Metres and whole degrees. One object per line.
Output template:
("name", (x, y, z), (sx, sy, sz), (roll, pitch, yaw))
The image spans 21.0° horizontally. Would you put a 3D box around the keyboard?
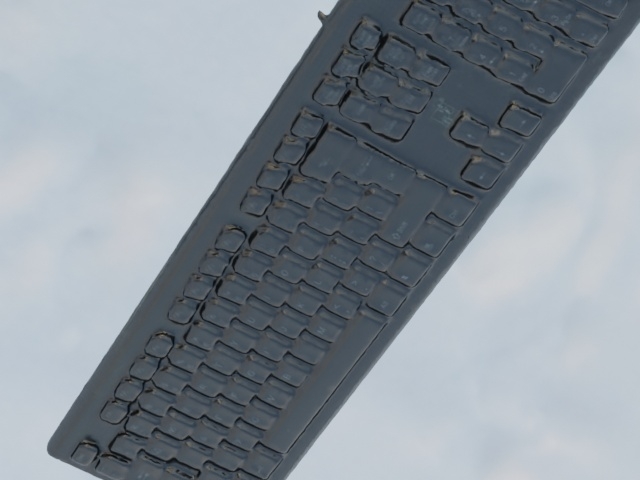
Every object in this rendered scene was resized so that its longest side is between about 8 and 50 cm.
("keyboard", (0.000, 0.000, 0.445), (0.067, 0.011, 0.202), (28, 119, -13))
